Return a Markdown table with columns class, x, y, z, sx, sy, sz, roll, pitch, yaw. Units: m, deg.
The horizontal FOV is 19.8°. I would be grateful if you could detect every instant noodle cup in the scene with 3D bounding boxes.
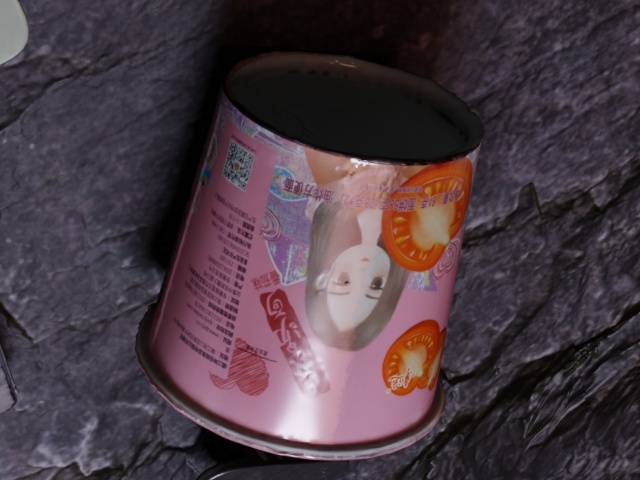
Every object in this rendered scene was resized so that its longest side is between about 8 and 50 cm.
| class | x | y | z | sx | sy | sz | roll | pitch | yaw |
| --- | --- | --- | --- | --- | --- | --- | --- | --- | --- |
| instant noodle cup | 0.000 | 0.000 | 1.345 | 0.243 | 0.243 | 0.231 | 0 | 119 | -26 |

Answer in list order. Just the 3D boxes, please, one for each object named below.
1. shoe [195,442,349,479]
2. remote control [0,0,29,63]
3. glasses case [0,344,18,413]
| class | x | y | z | sx | sy | sz | roll | pitch | yaw |
| --- | --- | --- | --- | --- | --- | --- | --- | --- | --- |
| shoe | -0.052 | 0.193 | 1.596 | 0.179 | 0.049 | 0.071 | 0 | 141 | -48 |
| remote control | -0.272 | -0.227 | 1.147 | 0.090 | 0.038 | 0.309 | -24 | 133 | -6 |
| glasses case | -0.382 | 0.130 | 1.369 | 0.299 | 0.060 | 0.114 | -20 | 139 | -10 |
